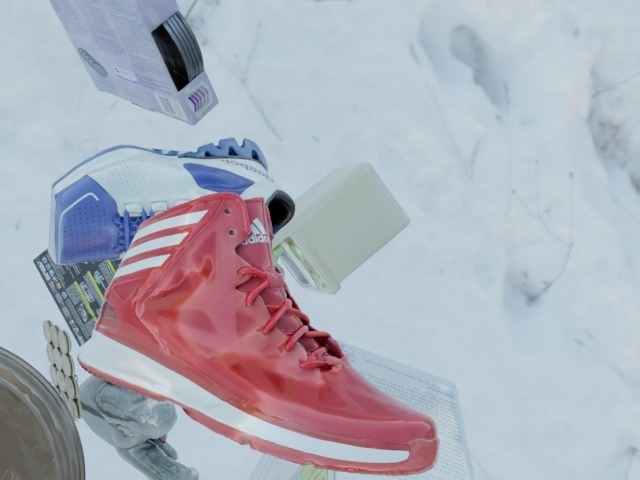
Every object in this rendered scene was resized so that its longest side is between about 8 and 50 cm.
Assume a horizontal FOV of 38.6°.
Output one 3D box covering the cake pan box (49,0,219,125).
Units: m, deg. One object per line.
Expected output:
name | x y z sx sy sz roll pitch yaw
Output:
cake pan box | -0.292 -0.310 1.376 0.070 0.266 0.246 -48 139 -23

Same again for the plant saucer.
plant saucer | -0.347 0.219 0.795 0.277 0.041 0.278 0 90 -15

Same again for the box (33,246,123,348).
box | -0.452 0.104 1.873 0.060 0.216 0.270 -24 82 -56

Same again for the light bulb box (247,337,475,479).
light bulb box | 0.040 0.405 1.290 0.225 0.358 0.361 20 31 -13

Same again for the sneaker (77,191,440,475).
sneaker | -0.029 0.041 0.503 0.087 0.221 0.128 23 83 -70

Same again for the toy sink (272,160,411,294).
toy sink | 0.000 0.000 1.432 0.234 0.153 0.131 -39 101 -15

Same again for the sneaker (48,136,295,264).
sneaker | -0.154 -0.030 1.104 0.315 0.182 0.128 -16 132 -34

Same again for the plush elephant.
plush elephant | -0.291 0.249 1.619 0.255 0.329 0.272 -46 140 -33

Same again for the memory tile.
memory tile | -0.407 0.203 1.441 0.012 0.113 0.148 -12 103 -33
